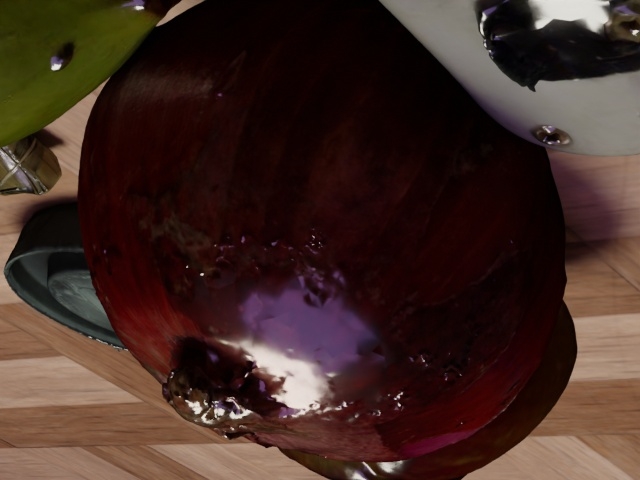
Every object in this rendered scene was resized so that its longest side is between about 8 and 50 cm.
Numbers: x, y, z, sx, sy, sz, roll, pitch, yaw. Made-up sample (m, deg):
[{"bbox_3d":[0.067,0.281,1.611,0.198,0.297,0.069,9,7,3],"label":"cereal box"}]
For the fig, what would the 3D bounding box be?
[{"bbox_3d":[-0.175,-0.129,0.878,0.225,0.203,0.203,11,158,26],"label":"fig"}]

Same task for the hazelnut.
[{"bbox_3d":[0.052,0.050,1.182,0.234,0.218,0.218,26,164,29],"label":"hazelnut"}]

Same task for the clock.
[{"bbox_3d":[-0.139,0.039,1.431,0.226,0.049,0.226,12,157,5],"label":"clock"}]

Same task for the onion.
[{"bbox_3d":[0.000,0.000,0.952,0.276,0.276,0.276,13,157,6],"label":"onion"}]

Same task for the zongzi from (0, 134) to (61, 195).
[{"bbox_3d":[-0.232,-0.065,1.271,0.083,0.040,0.076,44,152,-28],"label":"zongzi"}]

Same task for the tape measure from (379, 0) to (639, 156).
[{"bbox_3d":[0.123,-0.142,0.757,0.265,0.130,0.258,-4,148,38],"label":"tape measure"}]
